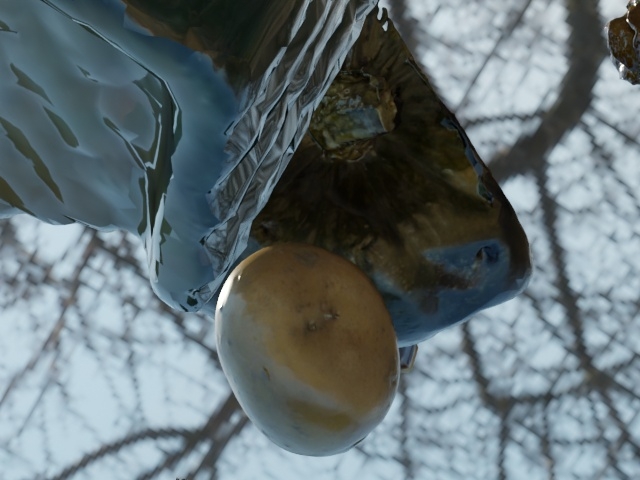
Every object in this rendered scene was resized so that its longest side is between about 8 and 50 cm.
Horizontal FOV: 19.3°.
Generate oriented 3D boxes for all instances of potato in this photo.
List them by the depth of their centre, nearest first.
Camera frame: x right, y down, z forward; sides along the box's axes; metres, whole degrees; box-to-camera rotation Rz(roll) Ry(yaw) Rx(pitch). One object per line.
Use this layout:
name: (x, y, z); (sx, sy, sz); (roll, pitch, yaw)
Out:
potato: (-0.009, 0.071, 1.141); (0.147, 0.112, 0.112); (61, -177, -29)

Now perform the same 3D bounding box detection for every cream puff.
cream puff: (0.306, -0.171, 1.613); (0.122, 0.116, 0.094); (21, -127, -15)

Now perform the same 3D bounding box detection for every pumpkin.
pumpkin: (-0.019, -0.047, 1.321); (0.325, 0.232, 0.242); (52, 167, 11)

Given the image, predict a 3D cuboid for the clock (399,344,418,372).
clock: (0.000, 0.000, 1.664); (0.166, 0.235, 0.309); (50, 176, 45)

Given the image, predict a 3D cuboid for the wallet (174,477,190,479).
wallet: (-0.054, 0.314, 1.693); (0.069, 0.231, 0.170); (-37, -138, -26)

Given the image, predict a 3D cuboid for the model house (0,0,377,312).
model house: (-0.048, -0.243, 0.651); (0.400, 0.445, 0.395); (13, 147, 32)
